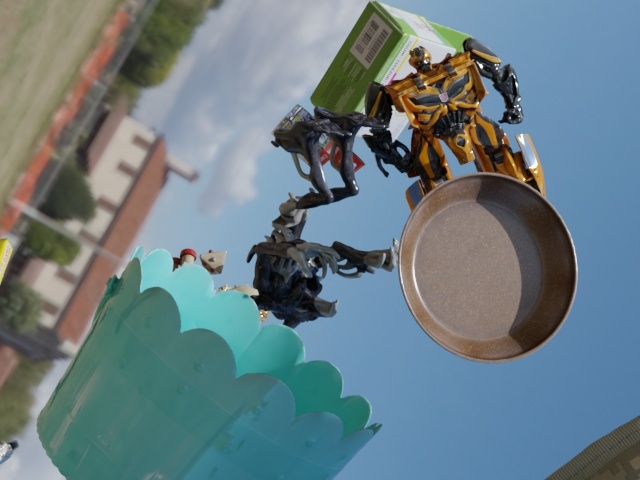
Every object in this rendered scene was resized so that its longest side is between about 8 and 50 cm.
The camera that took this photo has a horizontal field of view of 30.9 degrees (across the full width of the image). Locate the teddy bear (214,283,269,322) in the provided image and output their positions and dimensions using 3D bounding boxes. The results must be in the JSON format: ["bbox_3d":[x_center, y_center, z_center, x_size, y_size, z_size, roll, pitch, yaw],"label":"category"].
[{"bbox_3d":[-0.161,0.184,1.608,0.113,0.245,0.338,-59,-142,44],"label":"teddy bear"}]

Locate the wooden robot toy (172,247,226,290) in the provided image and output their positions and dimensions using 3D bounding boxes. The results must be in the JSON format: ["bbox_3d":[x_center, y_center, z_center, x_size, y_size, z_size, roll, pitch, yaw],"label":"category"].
[{"bbox_3d":[-0.197,0.045,1.407,0.173,0.079,0.076,-32,-132,33],"label":"wooden robot toy"}]

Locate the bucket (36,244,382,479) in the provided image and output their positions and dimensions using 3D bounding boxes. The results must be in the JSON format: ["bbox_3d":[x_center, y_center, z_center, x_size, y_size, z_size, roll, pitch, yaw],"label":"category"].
[{"bbox_3d":[-0.107,0.155,1.052,0.183,0.281,0.281,-52,-167,5],"label":"bucket"}]

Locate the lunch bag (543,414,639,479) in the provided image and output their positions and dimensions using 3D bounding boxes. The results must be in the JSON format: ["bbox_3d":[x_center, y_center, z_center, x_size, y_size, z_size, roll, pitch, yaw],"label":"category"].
[{"bbox_3d":[0.180,0.235,0.582,0.287,0.169,0.235,-38,-128,9],"label":"lunch bag"}]

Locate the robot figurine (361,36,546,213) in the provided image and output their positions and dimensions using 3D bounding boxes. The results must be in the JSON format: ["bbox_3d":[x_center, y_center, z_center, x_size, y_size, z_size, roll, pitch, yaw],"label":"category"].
[{"bbox_3d":[0.179,-0.108,1.455,0.211,0.291,0.085,-25,-165,-2],"label":"robot figurine"}]

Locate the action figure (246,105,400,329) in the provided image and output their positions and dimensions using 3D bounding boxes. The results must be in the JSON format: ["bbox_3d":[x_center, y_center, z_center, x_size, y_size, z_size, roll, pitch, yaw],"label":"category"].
[{"bbox_3d":[0.000,0.000,1.277,0.164,0.141,0.275,-17,122,-53],"label":"action figure"}]

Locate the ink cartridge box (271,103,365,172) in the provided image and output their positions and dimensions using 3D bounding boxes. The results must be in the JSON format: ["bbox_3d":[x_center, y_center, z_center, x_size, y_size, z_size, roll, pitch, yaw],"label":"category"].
[{"bbox_3d":[-0.003,-0.117,1.465,0.029,0.115,0.063,-52,-173,-24],"label":"ink cartridge box"}]

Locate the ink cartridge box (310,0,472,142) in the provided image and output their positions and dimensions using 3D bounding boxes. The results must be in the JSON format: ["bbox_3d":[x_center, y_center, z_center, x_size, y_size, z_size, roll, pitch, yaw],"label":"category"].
[{"bbox_3d":[0.138,-0.251,1.818,0.097,0.255,0.188,52,-60,34],"label":"ink cartridge box"}]

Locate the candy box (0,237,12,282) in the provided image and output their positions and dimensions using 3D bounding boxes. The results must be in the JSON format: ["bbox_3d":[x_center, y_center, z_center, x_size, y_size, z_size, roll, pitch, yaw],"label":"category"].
[{"bbox_3d":[-0.513,0.048,1.506,0.105,0.206,0.027,-93,173,-52],"label":"candy box"}]

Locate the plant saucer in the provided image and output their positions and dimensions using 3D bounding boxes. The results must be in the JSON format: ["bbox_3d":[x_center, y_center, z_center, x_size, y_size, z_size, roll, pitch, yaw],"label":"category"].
[{"bbox_3d":[0.169,0.029,1.203,0.198,0.199,0.036,-63,-171,-15],"label":"plant saucer"}]

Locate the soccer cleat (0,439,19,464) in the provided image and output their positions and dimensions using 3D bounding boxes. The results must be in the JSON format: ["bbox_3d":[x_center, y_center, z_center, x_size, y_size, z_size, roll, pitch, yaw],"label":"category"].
[{"bbox_3d":[-0.431,0.286,1.544,0.036,0.029,0.083,-18,-175,10],"label":"soccer cleat"}]
